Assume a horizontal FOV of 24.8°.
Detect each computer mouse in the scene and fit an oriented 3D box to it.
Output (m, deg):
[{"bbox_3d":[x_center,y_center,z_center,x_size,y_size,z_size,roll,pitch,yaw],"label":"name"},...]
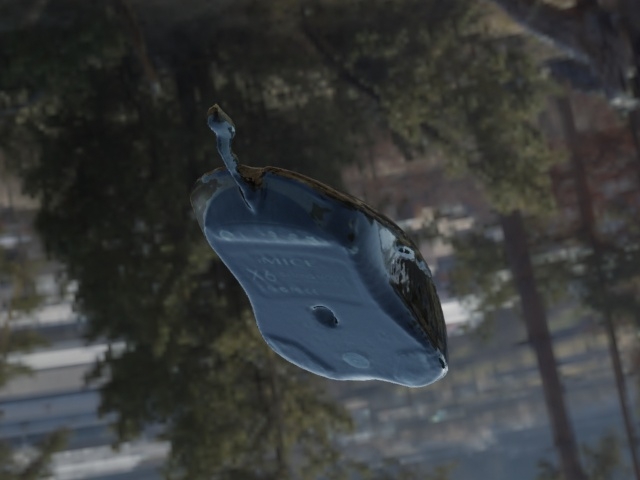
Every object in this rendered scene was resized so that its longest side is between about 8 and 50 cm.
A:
[{"bbox_3d":[0.000,0.000,1.135,0.167,0.090,0.379,4,148,27],"label":"computer mouse"}]
